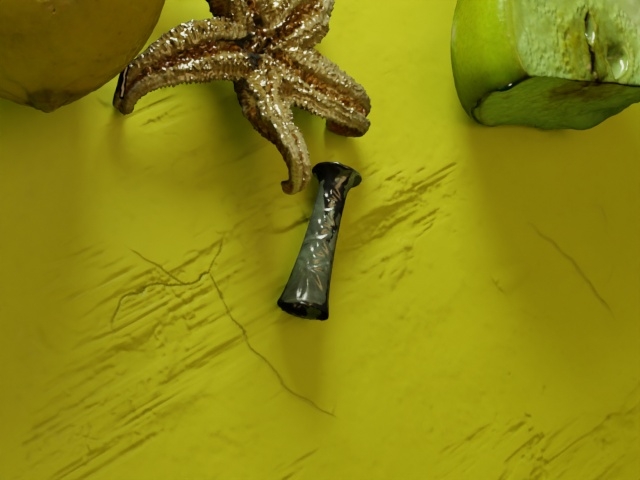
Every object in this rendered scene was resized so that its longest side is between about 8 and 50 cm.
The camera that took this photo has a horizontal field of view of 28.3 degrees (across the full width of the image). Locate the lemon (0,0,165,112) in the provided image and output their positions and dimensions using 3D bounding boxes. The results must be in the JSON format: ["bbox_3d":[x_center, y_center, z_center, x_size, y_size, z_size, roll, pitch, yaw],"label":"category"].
[{"bbox_3d":[-0.257,-0.259,1.155,0.267,0.267,0.267,6,78,-31],"label":"lemon"}]

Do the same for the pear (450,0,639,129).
[{"bbox_3d":[0.260,-0.283,1.528,0.286,0.176,0.281,-1,79,-37],"label":"pear"}]

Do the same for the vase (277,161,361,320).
[{"bbox_3d":[0.000,0.000,1.375,0.059,0.059,0.167,24,69,-26],"label":"vase"}]

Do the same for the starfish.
[{"bbox_3d":[-0.077,-0.187,1.338,0.303,0.113,0.312,-13,79,-36],"label":"starfish"}]
